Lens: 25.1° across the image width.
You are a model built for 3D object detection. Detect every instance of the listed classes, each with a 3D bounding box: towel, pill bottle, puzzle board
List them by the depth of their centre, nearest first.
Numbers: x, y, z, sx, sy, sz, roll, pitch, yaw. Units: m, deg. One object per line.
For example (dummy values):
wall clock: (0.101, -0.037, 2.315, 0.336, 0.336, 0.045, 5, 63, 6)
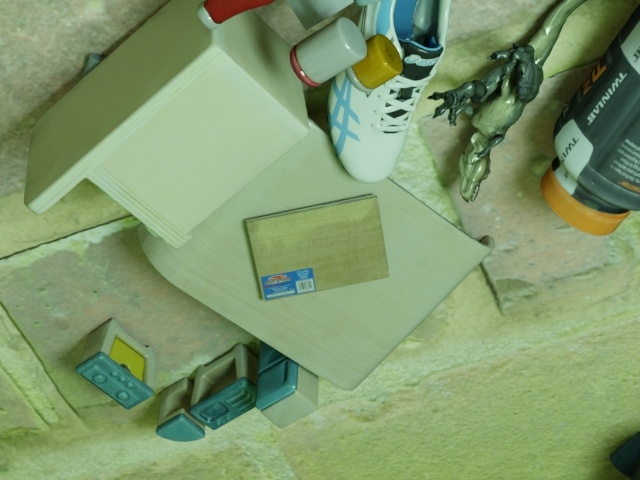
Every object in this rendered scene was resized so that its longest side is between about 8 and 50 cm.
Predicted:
pill bottle: (0.298, -0.116, 1.306, 0.130, 0.130, 0.246, 20, 127, -16)
puzzle board: (-0.002, 0.007, 1.392, 0.128, 0.011, 0.096, -11, 125, -1)
towel: (0.400, 0.240, 1.676, 0.067, 0.029, 0.119, 32, 124, -23)

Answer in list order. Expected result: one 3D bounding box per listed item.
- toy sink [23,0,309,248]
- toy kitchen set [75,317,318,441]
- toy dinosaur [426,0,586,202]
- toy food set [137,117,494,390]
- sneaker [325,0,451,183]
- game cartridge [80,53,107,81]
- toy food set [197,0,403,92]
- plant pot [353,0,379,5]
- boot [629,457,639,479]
toy sink: (-0.137, -0.098, 1.293, 0.234, 0.153, 0.131, -38, 121, 18)
toy kitchen set: (-0.132, 0.137, 1.533, 0.207, 0.122, 0.166, -32, 123, 25)
toy dinosaur: (0.173, -0.145, 1.313, 0.118, 0.064, 0.268, -12, 144, -51)
toy food set: (0.000, 0.000, 1.451, 0.306, 0.092, 0.220, 34, 111, -27)
sneaker: (0.065, -0.151, 1.282, 0.085, 0.086, 0.237, -4, 123, -27)
game cartridge: (-0.187, -0.142, 1.365, 0.083, 0.017, 0.056, 17, 132, -13)
toy food set: (-0.039, -0.208, 1.203, 0.104, 0.111, 0.232, -28, 102, 29)
plant pot: (0.101, -0.359, 1.040, 0.247, 0.248, 0.252, -18, 115, 16)
boot: (0.329, 0.394, 1.698, 0.367, 0.146, 0.445, 1, 142, -17)
